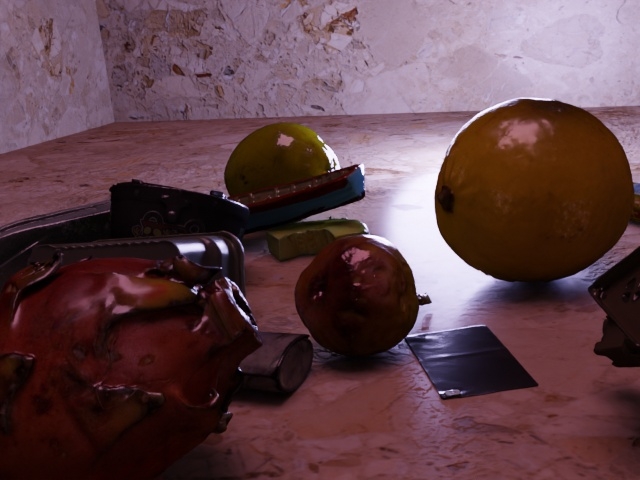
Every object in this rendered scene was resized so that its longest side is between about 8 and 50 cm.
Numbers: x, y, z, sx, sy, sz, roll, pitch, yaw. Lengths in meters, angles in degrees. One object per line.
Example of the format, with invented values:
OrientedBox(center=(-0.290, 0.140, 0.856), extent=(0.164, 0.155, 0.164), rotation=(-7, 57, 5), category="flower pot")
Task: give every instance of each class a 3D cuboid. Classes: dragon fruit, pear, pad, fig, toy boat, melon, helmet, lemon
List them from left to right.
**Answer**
OrientedBox(center=(-0.471, 0.024, 1.417), extent=(0.319, 0.141, 0.092), rotation=(-16, 31, -31), category="toy boat")
OrientedBox(center=(-0.215, 0.128, 0.811), extent=(0.315, 0.250, 0.250), rotation=(-47, 19, 2), category="dragon fruit")
OrientedBox(center=(-0.242, -0.002, 1.389), extent=(0.230, 0.160, 0.279), rotation=(9, -11, -4), category="helmet")
OrientedBox(center=(-0.096, -0.067, 1.568), extent=(0.392, 0.079, 0.136), rotation=(-14, 14, 29), category="toy boat")
OrientedBox(center=(-0.084, -0.137, 1.728), extent=(0.269, 0.212, 0.212), rotation=(1, 17, 35), category="pear")
OrientedBox(center=(0.000, 0.000, 1.495), extent=(0.209, 0.064, 0.118), rotation=(-4, 21, 12), category="melon")
OrientedBox(center=(0.080, 0.076, 1.117), extent=(0.159, 0.159, 0.257), rotation=(8, 1, 38), category="fig")
OrientedBox(center=(0.180, 0.146, 1.035), extent=(0.116, 0.004, 0.193), rotation=(-7, 16, -6), category="pad")
OrientedBox(center=(0.320, -0.074, 1.262), extent=(0.297, 0.297, 0.297), rotation=(-5, 16, 1), category="lemon")

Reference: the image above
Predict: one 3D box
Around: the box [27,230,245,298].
OrientedBox(center=(-0.257, 0.058, 1.176), extent=(0.274, 0.138, 0.178), rotation=(-4, -3, 14), category="box")

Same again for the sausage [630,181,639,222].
OrientedBox(center=(0.612, -0.055, 1.450), extent=(0.082, 0.082, 0.371), rotation=(-13, 17, -23), category="sausage")

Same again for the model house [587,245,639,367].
OrientedBox(center=(0.357, 0.114, 0.799), extent=(0.211, 0.204, 0.243), rotation=(33, -20, -16), category="model house")

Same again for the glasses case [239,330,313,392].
OrientedBox(center=(-0.165, 0.144, 1.048), extent=(0.299, 0.060, 0.114), rotation=(1, 13, 21), category="glasses case")
